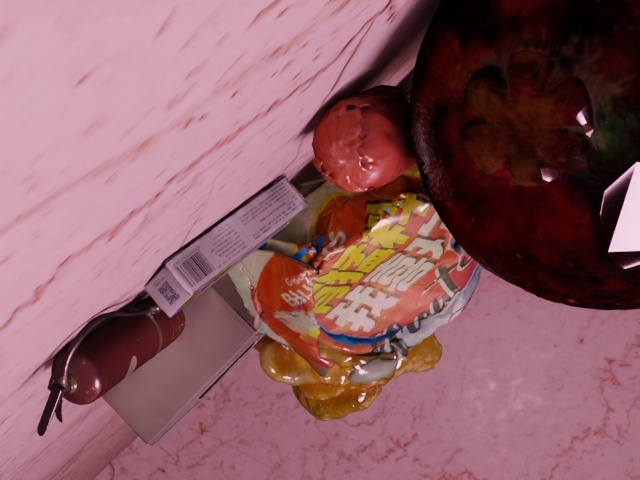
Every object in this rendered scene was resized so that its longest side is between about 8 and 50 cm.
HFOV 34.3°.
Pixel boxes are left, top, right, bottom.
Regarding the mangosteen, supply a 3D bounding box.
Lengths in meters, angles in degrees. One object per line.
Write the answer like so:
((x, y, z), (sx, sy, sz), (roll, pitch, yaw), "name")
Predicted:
((0.216, -0.095, 0.752), (0.311, 0.311, 0.311), (-43, 177, -3), "mangosteen")

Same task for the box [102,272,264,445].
((-0.137, 0.124, 1.219), (0.225, 0.086, 0.129), (-46, 176, 29), "box")

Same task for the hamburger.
((0.044, 0.009, 1.041), (0.260, 0.150, 0.276), (-39, 142, 4), "hamburger")

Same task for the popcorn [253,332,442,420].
((0.027, 0.162, 1.695), (0.326, 0.321, 0.290), (-64, 170, 20), "popcorn")

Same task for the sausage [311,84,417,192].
((0.038, -0.079, 0.804), (0.076, 0.076, 0.141), (-45, 178, 24), "sausage")

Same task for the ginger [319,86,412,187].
((0.107, -0.130, 1.030), (0.148, 0.081, 0.334), (-16, 160, -30), "ginger")

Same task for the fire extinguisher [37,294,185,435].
((-0.157, 0.079, 0.778), (0.157, 0.045, 0.078), (-36, 144, -60), "fire extinguisher")

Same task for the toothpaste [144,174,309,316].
((-0.074, 0.002, 0.840), (0.046, 0.034, 0.164), (-41, 179, 44), "toothpaste")
